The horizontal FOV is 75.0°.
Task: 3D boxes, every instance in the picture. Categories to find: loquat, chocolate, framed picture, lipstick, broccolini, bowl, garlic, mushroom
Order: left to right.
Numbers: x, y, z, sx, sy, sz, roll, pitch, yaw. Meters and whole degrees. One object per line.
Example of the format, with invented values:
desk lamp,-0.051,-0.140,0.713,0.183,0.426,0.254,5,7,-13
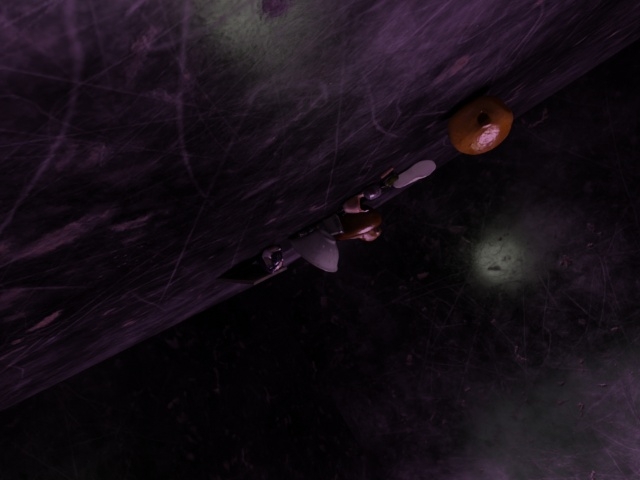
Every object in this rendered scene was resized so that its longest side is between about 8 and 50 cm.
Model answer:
framed picture,-0.359,0.177,2.218,0.241,0.020,0.324,3,-168,27
bowl,-0.002,0.025,2.325,0.146,0.314,0.313,-57,169,14
garlic,0.181,-0.183,2.181,0.124,0.098,0.174,-17,179,10
mushroom,0.252,-0.086,2.641,0.346,0.259,0.345,-25,-171,4
chocolate,0.268,-0.249,2.147,0.072,0.072,0.167,-33,178,21
broccolini,0.341,-0.298,2.158,0.123,0.062,0.271,-49,176,19
lipstick,0.312,-0.321,1.952,0.019,0.018,0.094,-29,176,-32
loquat,0.576,-0.415,1.513,0.238,0.193,0.238,-40,179,-1

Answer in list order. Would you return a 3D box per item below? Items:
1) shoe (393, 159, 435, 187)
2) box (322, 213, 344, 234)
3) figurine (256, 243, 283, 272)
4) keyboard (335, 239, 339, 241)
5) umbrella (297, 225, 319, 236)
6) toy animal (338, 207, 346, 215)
shoe,0.526,-0.381,2.397,0.265,0.094,0.110,-26,-178,-4
box,0.073,-0.085,2.442,0.093,0.123,0.172,-22,176,7
figurine,-0.264,0.104,2.174,0.146,0.145,0.222,-31,170,-15
keyboard,0.000,0.000,2.679,0.251,0.017,0.087,1,-177,4
umbrella,-0.067,-0.055,2.253,0.144,0.040,0.037,-22,-162,-41
toy animal,0.162,-0.187,2.321,0.065,0.047,0.136,-35,178,-46
